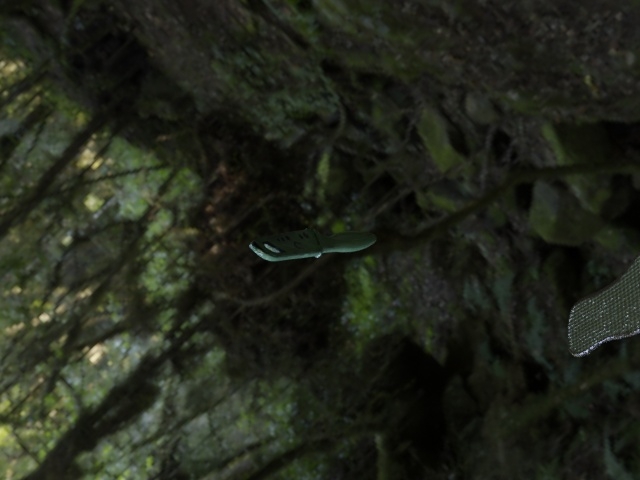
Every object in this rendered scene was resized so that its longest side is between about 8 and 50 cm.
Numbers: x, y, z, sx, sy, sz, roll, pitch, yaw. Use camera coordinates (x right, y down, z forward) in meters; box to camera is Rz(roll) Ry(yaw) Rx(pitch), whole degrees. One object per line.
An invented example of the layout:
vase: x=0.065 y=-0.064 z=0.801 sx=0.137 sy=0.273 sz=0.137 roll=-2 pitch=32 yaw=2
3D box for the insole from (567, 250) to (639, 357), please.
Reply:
insole: x=0.293 y=0.058 z=0.934 sx=0.005 sy=0.086 sz=0.253 roll=10 pitch=156 yaw=-8

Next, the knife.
knife: x=-0.001 y=0.001 z=1.211 sx=0.043 sy=0.020 sz=0.293 roll=53 pitch=-155 yaw=15
